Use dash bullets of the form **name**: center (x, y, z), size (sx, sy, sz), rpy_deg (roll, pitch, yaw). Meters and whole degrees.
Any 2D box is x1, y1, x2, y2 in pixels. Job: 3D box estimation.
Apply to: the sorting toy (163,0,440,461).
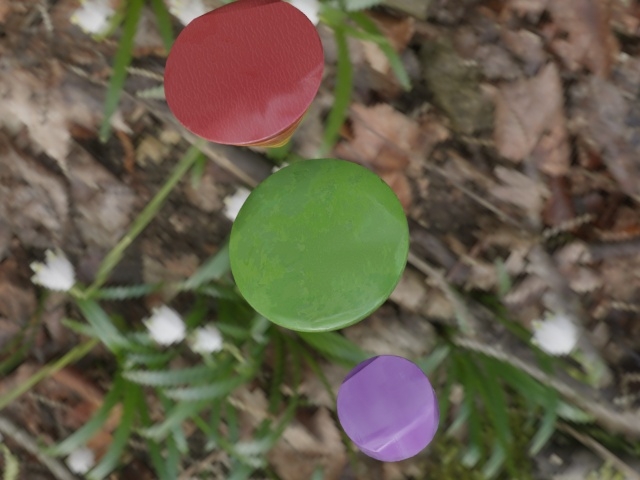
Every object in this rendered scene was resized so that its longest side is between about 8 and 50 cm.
- **sorting toy**: center (0.000, 0.000, 1.178), size (0.127, 0.366, 0.126), rpy_deg (-24, 157, 2)
